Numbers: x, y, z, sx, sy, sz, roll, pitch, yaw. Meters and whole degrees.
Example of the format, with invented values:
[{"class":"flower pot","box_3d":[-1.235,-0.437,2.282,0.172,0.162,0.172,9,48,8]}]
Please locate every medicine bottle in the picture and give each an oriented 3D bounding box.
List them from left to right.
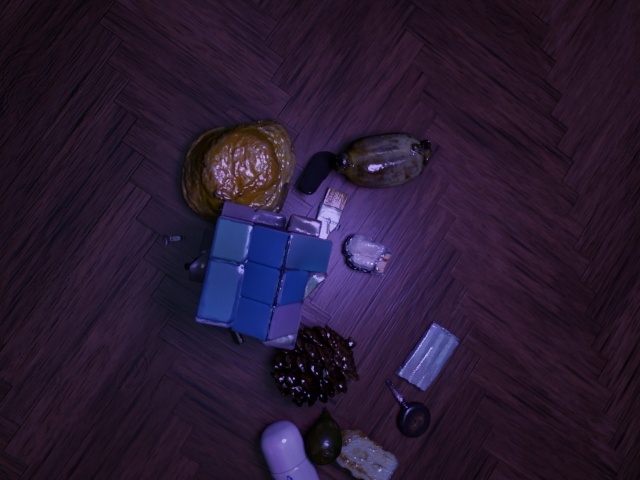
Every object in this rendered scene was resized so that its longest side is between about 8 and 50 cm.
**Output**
[{"class":"medicine bottle","box_3d":[-0.076,0.703,1.474,0.130,0.130,0.341,-21,93,-10]}]

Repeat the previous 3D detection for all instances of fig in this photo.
[{"class":"fig","box_3d":[0.018,0.576,1.479,0.117,0.177,0.117,8,125,11]}]

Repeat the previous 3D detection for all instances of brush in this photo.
[{"class":"brush","box_3d":[0.000,0.000,1.555,0.085,0.020,0.336,21,86,-9]}]

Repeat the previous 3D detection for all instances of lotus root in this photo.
[{"class":"lotus root","box_3d":[0.183,-0.251,1.525,0.309,0.173,0.173,-8,90,-10]}]

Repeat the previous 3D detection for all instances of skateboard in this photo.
[{"class":"skateboard","box_3d":[-0.432,-0.006,1.446,0.064,0.083,0.032,-7,90,-11]}]

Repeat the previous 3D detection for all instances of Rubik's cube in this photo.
[{"class":"Rubik's cube","box_3d":[-0.170,0.100,1.345,0.358,0.368,0.387,14,92,-9]}]

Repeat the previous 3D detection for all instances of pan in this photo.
[{"class":"pan","box_3d":[0.277,0.535,1.585,0.115,0.040,0.212,-33,95,-14]}]

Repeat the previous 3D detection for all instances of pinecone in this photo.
[{"class":"pinecone","box_3d":[-0.015,0.364,1.450,0.273,0.224,0.224,-27,94,3]}]

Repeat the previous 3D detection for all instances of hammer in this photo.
[{"class":"hammer","box_3d":[-0.302,0.182,1.495,0.125,0.027,0.297,-22,93,-5]}]

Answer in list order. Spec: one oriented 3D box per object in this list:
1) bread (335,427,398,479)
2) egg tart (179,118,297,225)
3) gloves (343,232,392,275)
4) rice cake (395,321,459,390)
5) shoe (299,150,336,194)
[{"class":"bread","box_3d":[0.136,0.672,1.539,0.232,0.088,0.128,39,92,-14]},{"class":"egg tart","box_3d":[-0.237,-0.191,1.453,0.352,0.153,0.339,-5,93,-8]},{"class":"gloves","box_3d":[0.143,0.047,1.554,0.153,0.070,0.114,24,93,-2]},{"class":"rice cake","box_3d":[0.349,0.373,1.600,0.124,0.038,0.211,33,83,-7]},{"class":"shoe","box_3d":[-0.013,-0.205,1.539,0.071,0.049,0.179,29,62,2]}]
